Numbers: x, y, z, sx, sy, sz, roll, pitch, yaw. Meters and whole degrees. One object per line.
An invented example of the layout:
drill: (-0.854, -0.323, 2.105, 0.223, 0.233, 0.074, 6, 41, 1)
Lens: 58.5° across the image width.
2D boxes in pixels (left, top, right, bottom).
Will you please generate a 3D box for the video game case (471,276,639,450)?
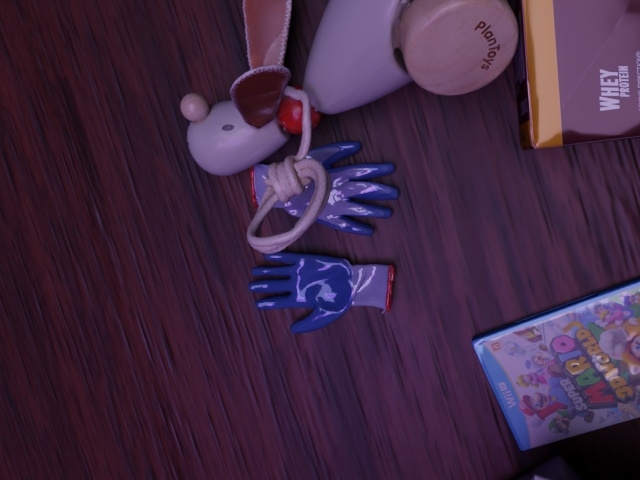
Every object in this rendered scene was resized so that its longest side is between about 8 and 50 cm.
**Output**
video game case: (0.243, 0.118, 0.534, 0.166, 0.015, 0.119, -25, 91, 18)

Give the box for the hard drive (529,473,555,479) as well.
hard drive: (0.298, 0.287, 0.425, 0.319, 0.040, 0.210, 12, 131, 13)

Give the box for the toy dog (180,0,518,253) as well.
toy dog: (-0.003, -0.169, 0.468, 0.334, 0.220, 0.161, -39, 129, 11)

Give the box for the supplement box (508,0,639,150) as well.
supplement box: (0.247, -0.174, 0.428, 0.194, 0.129, 0.191, -5, 97, 16)

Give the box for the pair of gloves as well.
pair of gloves: (0.000, 0.000, 0.582, 0.159, 0.023, 0.198, 1, 98, 18)

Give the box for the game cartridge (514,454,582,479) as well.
game cartridge: (0.254, 0.410, 0.554, 0.230, 0.068, 0.355, -41, 86, 21)
